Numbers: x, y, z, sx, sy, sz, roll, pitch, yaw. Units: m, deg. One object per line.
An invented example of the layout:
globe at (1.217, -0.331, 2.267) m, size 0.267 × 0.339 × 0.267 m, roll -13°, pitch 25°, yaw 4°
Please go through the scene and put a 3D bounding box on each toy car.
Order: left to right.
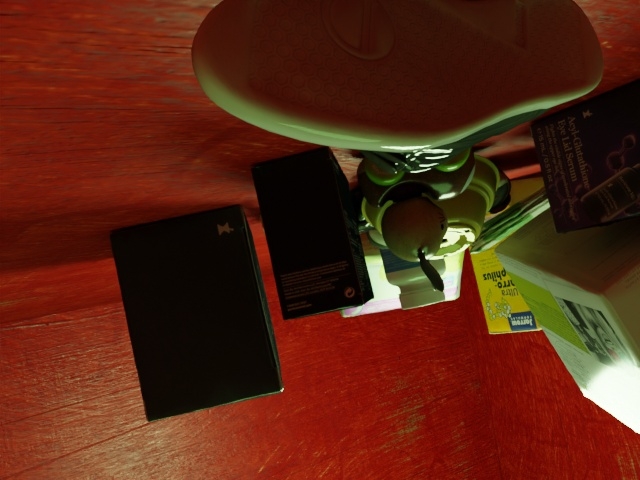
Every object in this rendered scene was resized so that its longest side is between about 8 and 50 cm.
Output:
toy car at (0.134, -0.029, 0.847) m, size 0.149 × 0.188 × 0.155 m, roll -13°, pitch 175°, yaw 6°

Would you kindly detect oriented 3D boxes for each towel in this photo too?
towel at (0.414, -0.081, 1.238) m, size 0.325 × 0.038 × 0.248 m, roll -37°, pitch 169°, yaw 15°

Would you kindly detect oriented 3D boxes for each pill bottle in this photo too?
pill bottle at (0.182, 0.022, 1.351) m, size 0.124 × 0.221 × 0.124 m, roll -12°, pitch 175°, yaw -1°

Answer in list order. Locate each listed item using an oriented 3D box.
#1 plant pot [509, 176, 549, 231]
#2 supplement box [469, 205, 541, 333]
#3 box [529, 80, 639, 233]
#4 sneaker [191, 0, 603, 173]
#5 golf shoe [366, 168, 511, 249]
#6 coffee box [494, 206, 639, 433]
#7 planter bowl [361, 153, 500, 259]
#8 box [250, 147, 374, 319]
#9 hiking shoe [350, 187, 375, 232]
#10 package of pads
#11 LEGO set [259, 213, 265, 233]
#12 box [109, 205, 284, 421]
plant pot at (0.543, -0.045, 1.528) m, size 0.212 × 0.187 × 0.212 m, roll -6°, pitch 177°, yaw 19°
supplement box at (0.538, 0.050, 1.776) m, size 0.194 × 0.356 × 0.195 m, roll -9°, pitch 174°, yaw -28°
box at (0.386, -0.106, 0.823) m, size 0.108 × 0.153 × 0.207 m, roll -8°, pitch 172°, yaw -37°
sneaker at (0.038, -0.087, 0.424) m, size 0.296 × 0.104 × 0.147 m, roll -14°, pitch 172°, yaw -37°
golf shoe at (0.199, -0.067, 1.190) m, size 0.273 × 0.105 × 0.120 m, roll -22°, pitch 166°, yaw 13°
coffee box at (0.531, 0.075, 0.988) m, size 0.337 × 0.334 × 0.338 m, roll -35°, pitch -169°, yaw -3°
planter bowl at (0.176, -0.033, 1.017) m, size 0.217 × 0.090 × 0.217 m, roll -7°, pitch 149°, yaw -4°
box at (0.000, 0.000, 0.880) m, size 0.103 × 0.184 × 0.261 m, roll -11°, pitch 175°, yaw 6°
hiking shoe at (0.110, -0.053, 1.113) m, size 0.227 × 0.086 × 0.114 m, roll -15°, pitch 175°, yaw 24°
package of pads at (0.173, 0.055, 1.518) m, size 0.296 × 0.101 × 0.229 m, roll -10°, pitch 138°, yaw -3°
LEGO set at (-0.035, 0.006, 1.166) m, size 0.107 × 0.132 × 0.287 m, roll -17°, pitch -163°, yaw -3°
box at (-0.198, 0.126, 1.188) m, size 0.212 × 0.293 × 0.395 m, roll -12°, pitch 175°, yaw -5°
